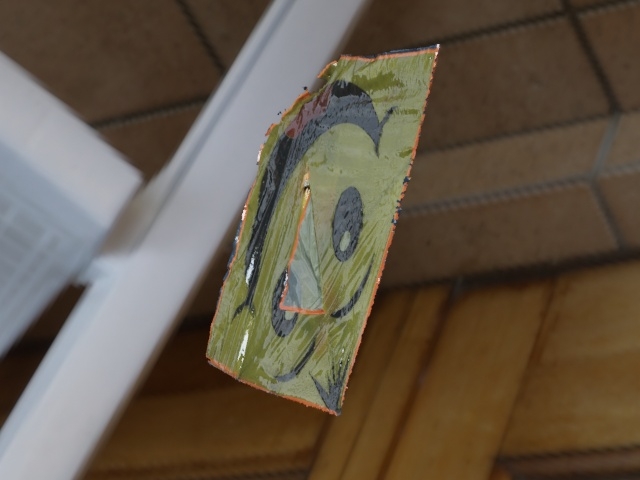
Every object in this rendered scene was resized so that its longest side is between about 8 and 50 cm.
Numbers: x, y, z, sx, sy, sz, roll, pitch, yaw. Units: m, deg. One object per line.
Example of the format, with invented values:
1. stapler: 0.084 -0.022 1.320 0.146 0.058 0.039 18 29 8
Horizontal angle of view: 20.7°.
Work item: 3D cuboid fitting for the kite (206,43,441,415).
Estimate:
1. kite: -0.002 -0.001 1.344 0.013 0.327 0.377 18 135 -25
